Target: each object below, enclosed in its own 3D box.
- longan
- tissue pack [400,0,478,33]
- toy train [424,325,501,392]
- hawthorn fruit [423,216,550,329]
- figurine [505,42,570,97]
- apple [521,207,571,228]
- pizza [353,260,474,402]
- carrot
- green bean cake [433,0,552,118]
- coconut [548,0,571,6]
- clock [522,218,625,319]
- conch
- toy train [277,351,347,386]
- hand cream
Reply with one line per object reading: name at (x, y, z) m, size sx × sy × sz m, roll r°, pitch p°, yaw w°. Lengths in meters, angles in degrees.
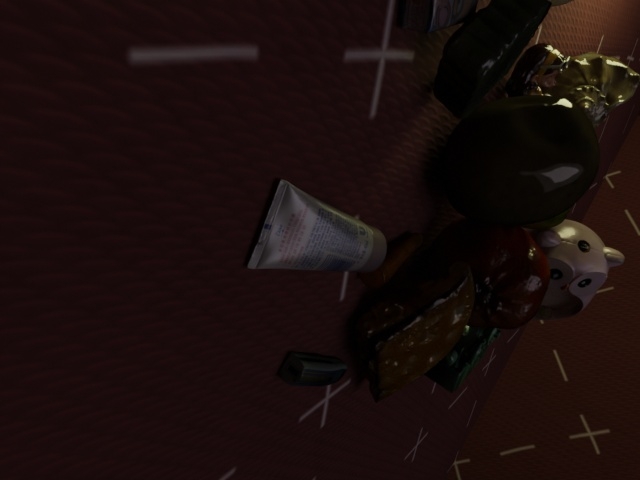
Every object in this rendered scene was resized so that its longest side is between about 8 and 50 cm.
longan at (0.417, -0.168, 1.054) m, size 0.349 × 0.288 × 0.289 m, roll -7°, pitch 122°, yaw -19°
tissue pack at (0.190, -0.395, 0.767) m, size 0.155 × 0.065 × 0.116 m, roll -31°, pitch 135°, yaw -39°
toy train at (0.439, 0.322, 1.532) m, size 0.299 × 0.166 × 0.238 m, roll -29°, pitch 140°, yaw -41°
hawthorn fruit at (0.406, 0.058, 1.217) m, size 0.330 × 0.286 × 0.287 m, roll -53°, pitch 153°, yaw -59°
figurine at (0.504, -0.352, 1.199) m, size 0.174 × 0.115 × 0.240 m, roll -37°, pitch 145°, yaw -38°
apple at (0.595, -0.154, 1.363) m, size 0.246 × 0.226 × 0.246 m, roll -37°, pitch 141°, yaw -38°
pizza at (0.188, 0.209, 1.084) m, size 0.277 × 0.114 × 0.409 m, roll 4°, pitch 124°, yaw -29°
carrot at (0.159, 0.030, 1.027) m, size 0.209 × 0.061 × 0.061 m, roll -32°, pitch 136°, yaw -45°
green bean cake at (0.289, -0.326, 0.859) m, size 0.185 × 0.094 × 0.183 m, roll -43°, pitch 168°, yaw -3°
coconut at (0.378, -0.517, 0.828) m, size 0.202 × 0.222 × 0.202 m, roll -13°, pitch 156°, yaw -6°
clock at (0.704, 0.071, 1.542) m, size 0.377 × 0.368 × 0.251 m, roll 111°, pitch -5°, yaw -63°
conch at (0.725, -0.429, 1.378) m, size 0.186 × 0.263 × 0.324 m, roll 52°, pitch 29°, yaw -32°
toy train at (0.008, 0.258, 0.973) m, size 0.055 × 0.048 × 0.252 m, roll -62°, pitch 148°, yaw 0°
hand cream at (0.000, 0.000, 0.771) m, size 0.247 × 0.083 × 0.133 m, roll 16°, pitch 98°, yaw -46°
